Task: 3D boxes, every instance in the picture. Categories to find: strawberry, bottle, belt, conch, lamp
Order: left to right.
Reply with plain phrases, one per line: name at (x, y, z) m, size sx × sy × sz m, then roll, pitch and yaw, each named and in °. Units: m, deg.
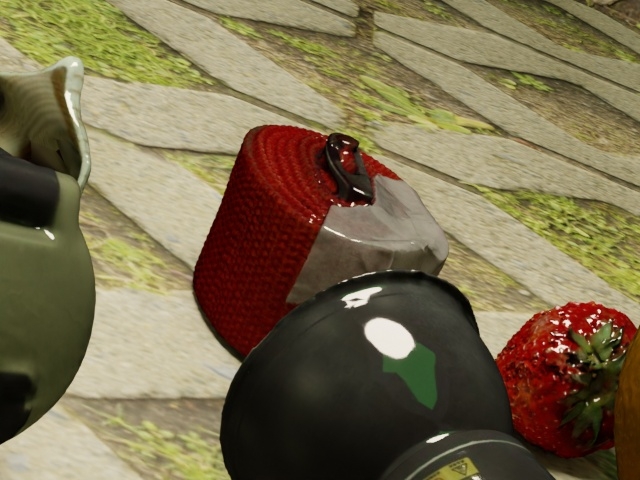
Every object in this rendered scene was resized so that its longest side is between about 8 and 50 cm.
bottle at (-0.238, -0.031, 0.892) m, size 0.168 × 0.168 × 0.347 m, roll 3°, pitch 27°, yaw -46°
conch at (-0.191, -0.055, 1.095) m, size 0.234 × 0.137 × 0.114 m, roll 35°, pitch -6°, yaw 6°
belt at (0.000, 0.000, 1.163) m, size 0.128 × 0.124 × 0.201 m, roll 16°, pitch 20°, yaw -17°
lamp at (0.070, 0.139, 0.862) m, size 0.227 × 0.147 × 0.172 m, roll 50°, pitch -4°, yaw 45°
strawberry at (0.152, 0.083, 1.167) m, size 0.106 × 0.106 × 0.106 m, roll 21°, pitch 19°, yaw -8°

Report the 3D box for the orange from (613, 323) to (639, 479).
orange at (0.280, 0.111, 0.992) m, size 0.264 × 0.264 × 0.264 m, roll 21°, pitch 19°, yaw -8°
